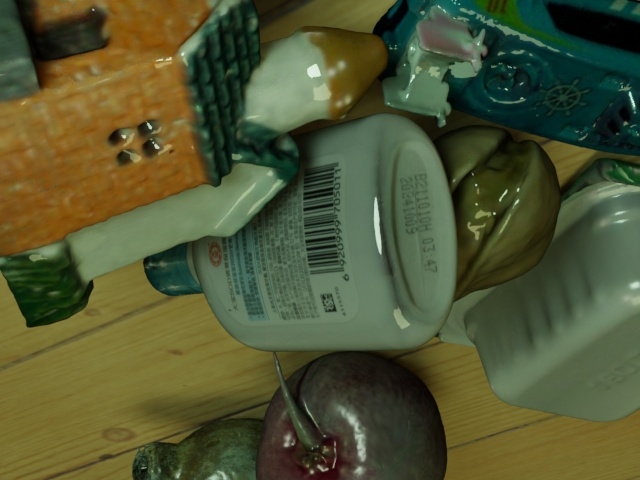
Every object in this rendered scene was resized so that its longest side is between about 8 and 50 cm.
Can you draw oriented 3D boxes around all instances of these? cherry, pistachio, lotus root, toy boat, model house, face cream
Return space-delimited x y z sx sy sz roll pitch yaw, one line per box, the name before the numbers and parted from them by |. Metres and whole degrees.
cherry | 0.033 0.222 1.277 0.266 0.213 0.183 21 179 -44
pistachio | 0.120 -0.021 0.956 0.135 0.136 0.226 -3 170 1
lotus root | -0.049 0.297 1.409 0.349 0.175 0.175 26 137 -33
toy boat | 0.186 -0.106 0.884 0.299 0.092 0.134 11 141 -19
model house | -0.111 -0.108 0.816 0.301 0.190 0.271 -16 144 -8
face cream | -0.032 0.006 0.946 0.080 0.163 0.336 -5 178 -36

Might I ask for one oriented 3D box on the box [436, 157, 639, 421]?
box | 0.277 0.073 1.153 0.264 0.106 0.337 14 143 -23
